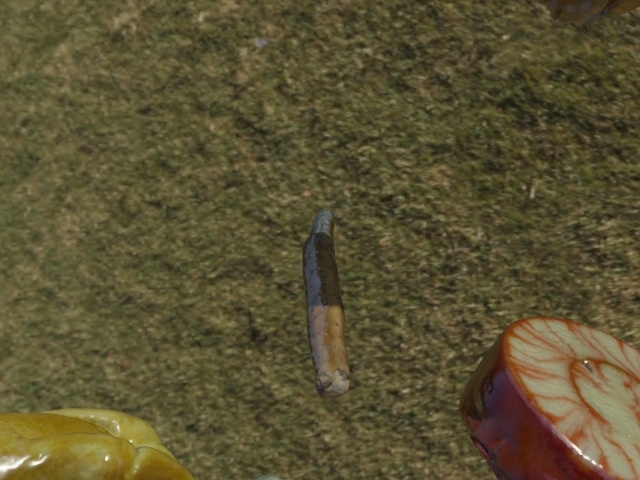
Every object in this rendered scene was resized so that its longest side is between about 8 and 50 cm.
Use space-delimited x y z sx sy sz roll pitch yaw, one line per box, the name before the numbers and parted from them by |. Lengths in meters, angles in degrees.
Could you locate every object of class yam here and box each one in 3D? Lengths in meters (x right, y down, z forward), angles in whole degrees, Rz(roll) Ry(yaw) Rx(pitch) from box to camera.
yam | 0.007 0.091 1.179 0.057 0.057 0.241 -39 38 33

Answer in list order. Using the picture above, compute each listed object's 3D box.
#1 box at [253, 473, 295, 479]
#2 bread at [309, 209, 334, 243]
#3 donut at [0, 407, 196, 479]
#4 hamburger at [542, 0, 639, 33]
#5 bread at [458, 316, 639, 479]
box | -0.043 0.246 0.396 0.168 0.294 0.193 -14 52 5
bread | 0.000 0.000 1.362 0.070 0.035 0.083 123 156 -59
donut | -0.268 0.314 0.824 0.170 0.360 0.360 25 106 60
hamburger | 0.287 -0.408 0.952 0.209 0.162 0.329 -23 81 27
bread | 0.318 0.220 1.078 0.295 0.328 0.114 55 127 39
